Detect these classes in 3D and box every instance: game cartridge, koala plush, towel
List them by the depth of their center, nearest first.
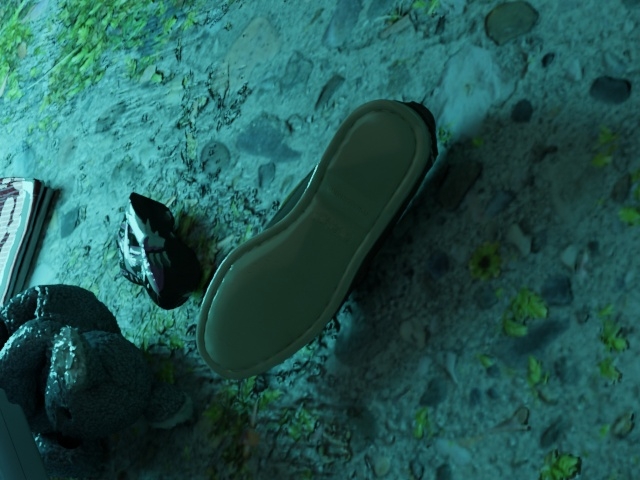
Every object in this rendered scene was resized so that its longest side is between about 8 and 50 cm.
[{"bbox_3d":[-0.324,0.320,1.335,0.196,0.060,0.294,51,135,40],"label":"game cartridge"},{"bbox_3d":[-0.255,0.144,1.415,0.221,0.196,0.203,1,61,52],"label":"koala plush"},{"bbox_3d":[-0.502,0.023,1.863,0.329,0.037,0.237,3,74,48],"label":"towel"}]

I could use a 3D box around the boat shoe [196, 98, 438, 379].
[{"bbox_3d":[0.000,0.000,1.275,0.117,0.097,0.324,39,108,9],"label":"boat shoe"}]

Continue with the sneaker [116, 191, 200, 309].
[{"bbox_3d":[-0.190,0.027,1.504,0.077,0.072,0.178,-60,30,25],"label":"sneaker"}]
